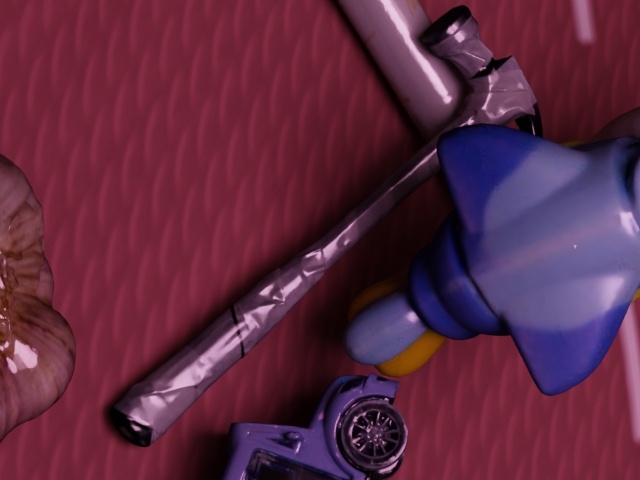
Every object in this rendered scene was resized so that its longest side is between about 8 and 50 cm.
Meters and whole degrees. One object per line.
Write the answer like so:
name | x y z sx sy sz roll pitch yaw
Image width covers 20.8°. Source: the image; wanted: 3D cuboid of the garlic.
garlic | -0.286 0.042 1.192 0.245 0.160 0.245 17 60 -32

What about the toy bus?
toy bus | -0.030 0.230 1.308 0.133 0.125 0.292 19 78 4

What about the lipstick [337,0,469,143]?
lipstick | 0.070 -0.158 1.422 0.059 0.059 0.264 -39 103 -23

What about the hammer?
hammer | 0.000 0.000 1.357 0.427 0.044 0.152 -39 105 -11

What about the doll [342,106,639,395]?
doll | 0.211 -0.002 1.292 0.366 0.376 0.187 -20 58 -29
